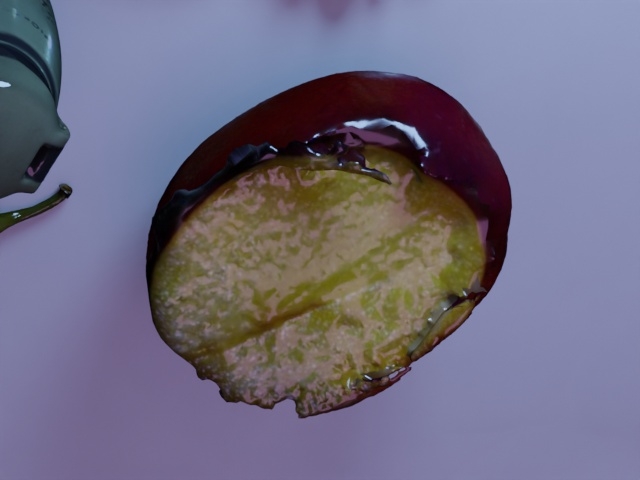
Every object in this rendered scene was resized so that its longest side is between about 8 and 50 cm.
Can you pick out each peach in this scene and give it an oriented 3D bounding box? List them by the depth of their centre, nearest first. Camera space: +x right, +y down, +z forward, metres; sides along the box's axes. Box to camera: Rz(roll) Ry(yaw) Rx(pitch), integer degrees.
[{"bbox_3d":[0.000,0.000,1.305,0.416,0.353,0.339,-30,109,-27],"label":"peach"}]

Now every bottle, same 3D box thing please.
[{"bbox_3d":[-0.331,-0.159,1.097,0.168,0.347,0.168,-7,120,-13],"label":"bottle"}]

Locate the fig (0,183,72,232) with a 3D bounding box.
[{"bbox_3d":[-0.402,-0.023,1.320,0.236,0.124,0.124,-22,128,-34],"label":"fig"}]
